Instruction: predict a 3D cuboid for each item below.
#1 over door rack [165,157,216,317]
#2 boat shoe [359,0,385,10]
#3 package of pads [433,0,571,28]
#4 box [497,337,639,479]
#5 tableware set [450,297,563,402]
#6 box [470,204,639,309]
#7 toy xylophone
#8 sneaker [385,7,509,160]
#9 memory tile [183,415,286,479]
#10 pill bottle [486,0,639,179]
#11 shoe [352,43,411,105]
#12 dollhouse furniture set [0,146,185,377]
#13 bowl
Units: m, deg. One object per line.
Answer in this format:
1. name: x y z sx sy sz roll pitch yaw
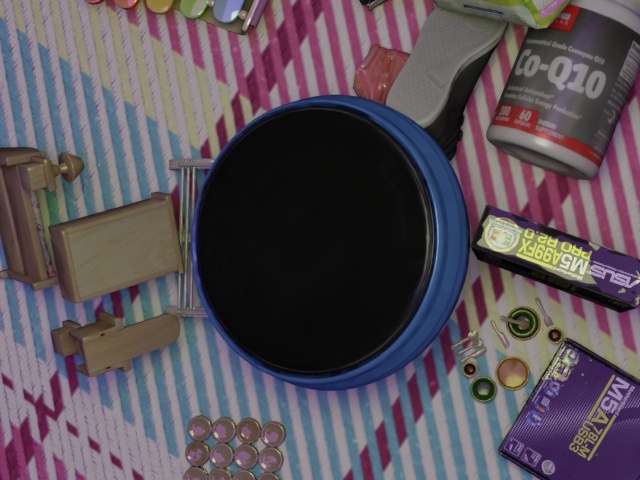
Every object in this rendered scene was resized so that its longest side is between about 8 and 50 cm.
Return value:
1. over door rack: -0.066 -0.001 1.760 0.324 0.108 0.240 0 88 27
2. boat shoe: 0.159 -0.462 1.760 0.340 0.127 0.158 -29 85 16
3. package of pads: 0.298 -0.419 1.645 0.296 0.229 0.101 -48 123 -10
4. box: 0.370 0.260 1.716 0.184 0.045 0.191 32 93 12
5. tableware set: 0.267 0.157 1.750 0.154 0.024 0.104 -29 83 6
6. box: 0.310 0.028 1.625 0.216 0.270 0.060 21 89 9
7. toy xylophone: -0.204 -0.434 1.833 0.322 0.081 0.236 15 89 10
8. sneaker: 0.179 -0.223 1.754 0.104 0.147 0.296 23 60 19
9. memory tile: -0.125 0.314 1.813 0.148 0.012 0.113 3 87 10
10. pill bottle: 0.348 -0.240 1.687 0.161 0.161 0.283 21 89 10
11. shoe: 0.079 -0.193 1.784 0.081 0.063 0.178 21 85 11
12. dollhouse furniture set: -0.364 0.005 1.825 0.173 0.355 0.303 -18 108 -33
13. bowl: 0.000 0.000 1.623 0.391 0.077 0.391 -2 86 27
